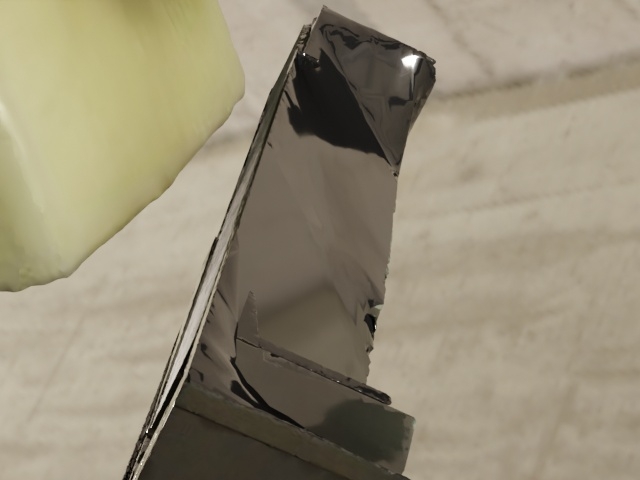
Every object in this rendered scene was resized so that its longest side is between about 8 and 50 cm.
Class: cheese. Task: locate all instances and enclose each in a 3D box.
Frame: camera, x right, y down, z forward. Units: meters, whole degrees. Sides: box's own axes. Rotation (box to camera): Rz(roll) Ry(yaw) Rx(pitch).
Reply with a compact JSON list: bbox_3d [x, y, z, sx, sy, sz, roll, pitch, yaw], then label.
[{"bbox_3d":[-0.163,-0.142,0.896,0.124,0.242,0.265,-10,-66,23],"label":"cheese"}]

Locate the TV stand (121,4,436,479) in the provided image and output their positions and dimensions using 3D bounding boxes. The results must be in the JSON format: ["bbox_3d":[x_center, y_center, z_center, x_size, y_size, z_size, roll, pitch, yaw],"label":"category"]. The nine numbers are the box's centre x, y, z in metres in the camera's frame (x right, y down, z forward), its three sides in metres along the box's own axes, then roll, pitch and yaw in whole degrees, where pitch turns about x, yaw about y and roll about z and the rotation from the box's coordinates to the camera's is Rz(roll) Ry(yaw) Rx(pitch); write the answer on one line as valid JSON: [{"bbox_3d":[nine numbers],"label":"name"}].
[{"bbox_3d":[0.000,0.000,0.427,0.049,0.256,0.040,24,-67,-5],"label":"TV stand"}]
